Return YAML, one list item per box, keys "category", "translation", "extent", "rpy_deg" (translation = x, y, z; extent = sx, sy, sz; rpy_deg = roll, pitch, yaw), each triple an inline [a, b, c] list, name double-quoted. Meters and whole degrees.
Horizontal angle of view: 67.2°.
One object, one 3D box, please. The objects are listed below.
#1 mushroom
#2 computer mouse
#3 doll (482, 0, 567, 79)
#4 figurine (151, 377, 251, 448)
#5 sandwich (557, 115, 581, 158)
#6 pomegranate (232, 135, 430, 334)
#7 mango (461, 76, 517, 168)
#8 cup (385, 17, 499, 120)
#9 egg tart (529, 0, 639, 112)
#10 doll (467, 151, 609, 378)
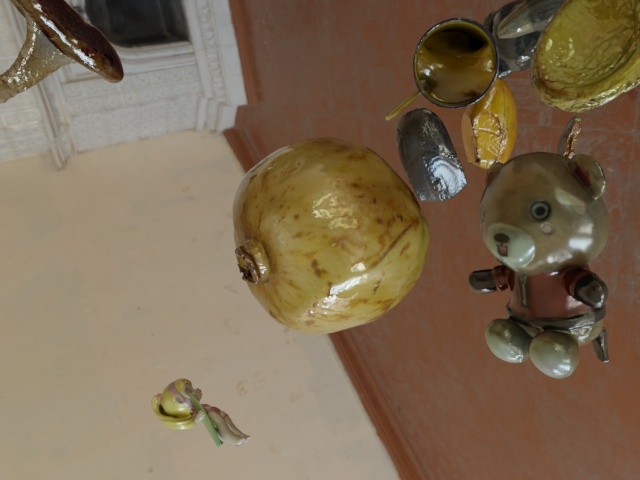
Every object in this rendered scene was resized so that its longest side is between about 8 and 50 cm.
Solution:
- category: "mushroom"
  translation: [-0.481, -0.303, 0.826]
  extent: [0.227, 0.218, 0.148]
  rpy_deg: [39, 177, -40]
- category: "computer mouse"
  translation: [0.241, -0.183, 1.068]
  extent: [0.122, 0.073, 0.217]
  rpy_deg: [-18, 112, 26]
- category: "doll"
  translation: [0.642, -0.677, 1.489]
  extent: [0.382, 0.378, 0.253]
  rpy_deg: [-17, 75, 32]
- category: "figurine"
  translation: [-0.207, 0.301, 0.822]
  extent: [0.187, 0.083, 0.083]
  rpy_deg: [25, 137, 17]
- category: "sandwich"
  translation: [0.707, -0.285, 1.373]
  extent: [0.067, 0.029, 0.135]
  rpy_deg: [-75, -6, -75]
- category: "pomegranate"
  translation: [0.000, 0.000, 0.521]
  extent: [0.215, 0.215, 0.215]
  rpy_deg: [42, 143, 43]
- category: "mango"
  translation: [0.465, -0.317, 1.326]
  extent: [0.126, 0.153, 0.252]
  rpy_deg: [-122, 30, -71]
- category: "cup"
  translation: [0.263, -0.398, 1.127]
  extent: [0.256, 0.254, 0.179]
  rpy_deg: [-62, -40, -69]
- category: "egg tart"
  translation: [0.603, -0.410, 1.026]
  extent: [0.315, 0.120, 0.315]
  rpy_deg: [-30, 51, 46]
- category: "doll"
  translation: [0.343, 0.031, 0.728]
  extent: [0.235, 0.174, 0.330]
  rpy_deg: [-165, 63, -70]
